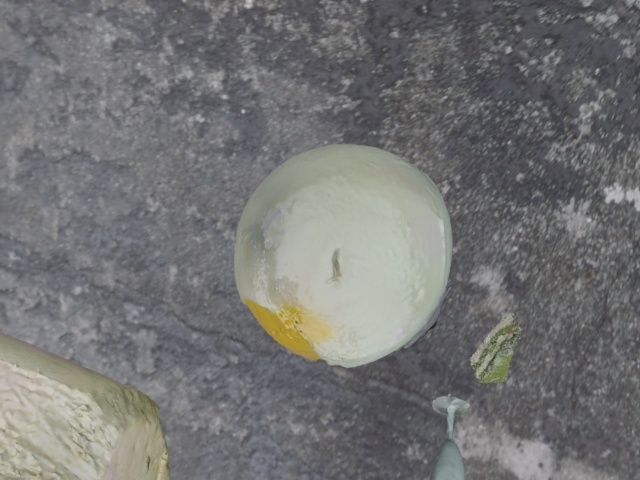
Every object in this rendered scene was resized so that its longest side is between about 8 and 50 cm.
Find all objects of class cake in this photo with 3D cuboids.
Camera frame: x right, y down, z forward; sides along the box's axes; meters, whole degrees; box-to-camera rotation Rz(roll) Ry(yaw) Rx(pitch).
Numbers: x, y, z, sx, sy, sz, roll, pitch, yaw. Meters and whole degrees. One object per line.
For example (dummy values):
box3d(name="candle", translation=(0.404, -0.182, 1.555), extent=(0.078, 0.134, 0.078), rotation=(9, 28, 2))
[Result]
box3d(name="cake", translation=(0.267, 0.165, 1.225), extent=(0.055, 0.051, 0.140), rotation=(-6, 139, -7))

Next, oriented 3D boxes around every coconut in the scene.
box3d(name="coconut", translation=(-0.340, 0.247, 0.823), extent=(0.309, 0.297, 0.298), rotation=(13, 114, 15))

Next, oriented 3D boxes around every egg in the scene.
box3d(name="egg", translation=(0.000, 0.000, 1.067), extent=(0.337, 0.201, 0.337), rotation=(-11, 70, 32))

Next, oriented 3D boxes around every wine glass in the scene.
box3d(name="wine glass", translation=(0.204, 0.347, 1.292), extent=(0.066, 0.198, 0.066), rotation=(7, 134, 7))
